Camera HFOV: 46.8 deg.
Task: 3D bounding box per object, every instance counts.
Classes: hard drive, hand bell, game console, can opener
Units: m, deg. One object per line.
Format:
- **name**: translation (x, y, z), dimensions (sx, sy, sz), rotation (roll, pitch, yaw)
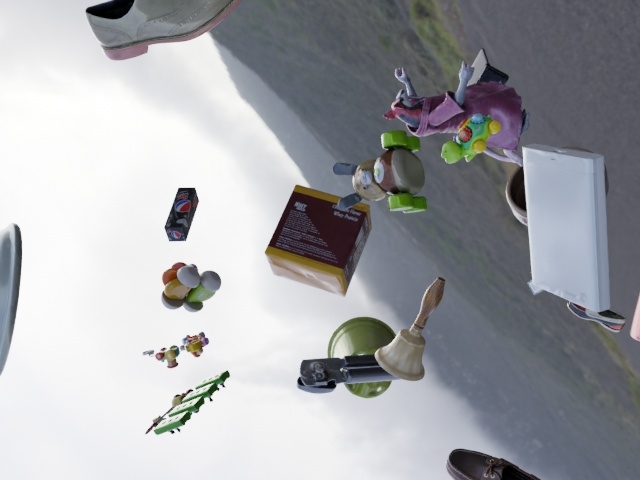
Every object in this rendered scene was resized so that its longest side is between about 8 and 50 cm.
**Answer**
- **hard drive**: translation (0.491, -0.031, 1.482), dimensions (0.203, 0.040, 0.308), rotation (-150, 47, -63)
- **hand bell**: translation (0.227, 0.188, 1.695), dimensions (0.126, 0.242, 0.126), rotation (18, -157, -8)
- **game console**: translation (0.473, -0.463, 2.103), dimensions (0.107, 0.122, 0.071), rotation (29, -126, 3)
- **can opener**: translation (0.077, 0.345, 1.916), dimensions (0.095, 0.283, 0.076), rotation (108, 156, -50)

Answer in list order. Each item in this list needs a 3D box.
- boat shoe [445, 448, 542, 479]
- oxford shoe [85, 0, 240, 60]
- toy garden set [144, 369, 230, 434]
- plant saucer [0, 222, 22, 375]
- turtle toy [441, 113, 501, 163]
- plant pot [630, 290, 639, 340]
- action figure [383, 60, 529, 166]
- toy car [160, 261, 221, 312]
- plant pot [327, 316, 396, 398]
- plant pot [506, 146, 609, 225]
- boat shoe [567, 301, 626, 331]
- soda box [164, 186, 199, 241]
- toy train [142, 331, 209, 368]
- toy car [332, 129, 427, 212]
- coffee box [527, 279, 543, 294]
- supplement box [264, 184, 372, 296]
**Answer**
- **boat shoe**: translation (0.323, 0.422, 1.316), dimensions (0.207, 0.073, 0.073), rotation (19, 144, 21)
- **oxford shoe**: translation (-0.382, -0.572, 1.810), dimensions (0.146, 0.396, 0.141), rotation (62, -172, -52)
- **toy garden set**: translation (-0.372, 0.466, 2.025), dimensions (0.049, 0.203, 0.244), rotation (58, -147, -8)
- **plant saucer**: translation (-0.838, 0.147, 1.856), dimensions (0.100, 0.400, 0.400), rotation (9, -145, -30)
- **turtle toy**: translation (0.296, -0.202, 1.472), dimensions (0.066, 0.130, 0.095), rotation (39, 174, -3)
- **plant pot**: translation (0.962, 0.147, 1.929), dimensions (0.275, 0.274, 0.243), rotation (-19, -70, -77)
- **action figure**: translation (0.326, -0.318, 1.899), dimensions (0.248, 0.370, 0.276), rotation (-153, 57, -66)
- **toy car**: translation (-0.409, 0.130, 2.290), dimensions (0.182, 0.159, 0.136), rotation (14, -143, -43)
- **plant pot**: translation (0.162, 0.439, 2.647), dimensions (0.276, 0.276, 0.254), rotation (50, -174, -7)
- **plant pot**: translation (0.665, -0.089, 2.024), dimensions (0.229, 0.263, 0.263), rotation (55, -173, -40)
- **boat shoe**: translation (0.658, 0.170, 1.759), dimensions (0.137, 0.049, 0.043), rotation (28, 144, 22)
- **soda box**: translation (-0.391, -0.076, 2.087), dimensions (0.060, 0.053, 0.169), rotation (82, -168, -46)
- **toy train**: translation (-0.326, 0.260, 1.733), dimensions (0.166, 0.125, 0.046), rotation (-17, -84, -39)
- **toy car**: translation (0.111, -0.128, 1.529), dimensions (0.149, 0.188, 0.155), rotation (4, -101, -62)
- **coffee box**: translation (0.609, 0.078, 1.851), dimensions (0.040, 0.113, 0.184), rotation (64, 161, 14)
- **supplement box**: translation (0.000, 0.000, 1.755), dimensions (0.191, 0.194, 0.129), rotation (17, 157, 15)
